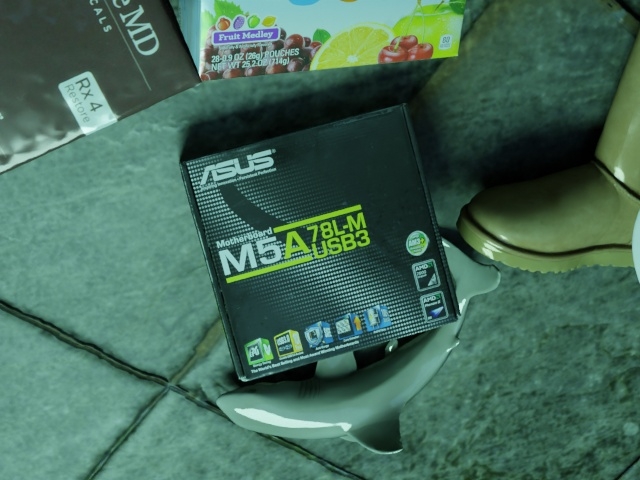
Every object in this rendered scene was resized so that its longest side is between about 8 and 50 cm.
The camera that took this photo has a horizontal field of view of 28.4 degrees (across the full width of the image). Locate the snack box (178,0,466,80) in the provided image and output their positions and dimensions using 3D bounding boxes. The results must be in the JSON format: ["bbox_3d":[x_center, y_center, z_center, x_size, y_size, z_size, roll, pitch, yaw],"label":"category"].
[{"bbox_3d":[0.005,-0.212,0.903,0.207,0.070,0.174,-8,128,-20],"label":"snack box"}]

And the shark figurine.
[{"bbox_3d":[0.067,0.128,1.132,0.278,0.116,0.166,-36,126,10],"label":"shark figurine"}]

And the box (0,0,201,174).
[{"bbox_3d":[-0.213,-0.161,0.829,0.203,0.167,0.168,-24,125,0],"label":"box"}]

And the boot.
[{"bbox_3d":[0.251,-0.108,1.053,0.236,0.089,0.269,-1,124,-31],"label":"boot"}]

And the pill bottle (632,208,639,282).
[{"bbox_3d":[0.405,-0.014,1.056,0.283,0.160,0.160,-14,127,-34],"label":"pill bottle"}]

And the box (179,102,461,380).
[{"bbox_3d":[0.000,0.000,1.023,0.191,0.045,0.184,-15,98,-6],"label":"box"}]
